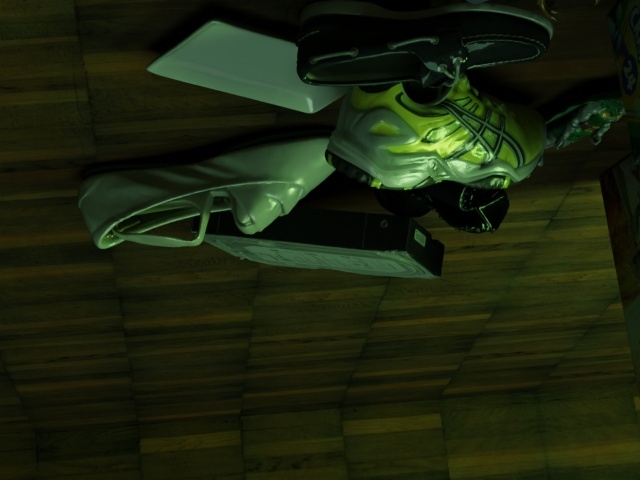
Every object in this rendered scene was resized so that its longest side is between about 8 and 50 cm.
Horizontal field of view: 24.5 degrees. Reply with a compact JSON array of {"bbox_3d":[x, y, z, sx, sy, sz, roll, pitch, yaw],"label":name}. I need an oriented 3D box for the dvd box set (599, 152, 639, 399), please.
[{"bbox_3d":[0.549,0.041,2.180,0.062,0.420,0.307,2,159,-23],"label":"dvd box set"}]

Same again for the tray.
[{"bbox_3d":[-0.069,-0.223,1.834,0.270,0.030,0.145,11,155,-39],"label":"tray"}]

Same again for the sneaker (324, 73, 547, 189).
[{"bbox_3d":[0.178,-0.156,1.923,0.385,0.145,0.147,-10,123,-46],"label":"sneaker"}]

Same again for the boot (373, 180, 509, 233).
[{"bbox_3d":[0.175,-0.062,2.110,0.207,0.094,0.246,30,173,29],"label":"boot"}]

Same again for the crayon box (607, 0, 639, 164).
[{"bbox_3d":[0.433,-0.243,1.679,0.083,0.203,0.323,-2,159,-12],"label":"crayon box"}]

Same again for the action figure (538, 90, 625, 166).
[{"bbox_3d":[0.361,-0.163,2.082,0.137,0.063,0.232,-6,166,-34],"label":"action figure"}]

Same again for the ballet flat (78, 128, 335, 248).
[{"bbox_3d":[-0.150,-0.059,2.112,0.400,0.139,0.139,-9,160,7],"label":"ballet flat"}]

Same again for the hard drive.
[{"bbox_3d":[0.000,0.000,2.249,0.339,0.064,0.237,6,171,17],"label":"hard drive"}]

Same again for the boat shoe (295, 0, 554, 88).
[{"bbox_3d":[0.121,-0.220,1.737,0.303,0.091,0.114,1,159,11],"label":"boat shoe"}]

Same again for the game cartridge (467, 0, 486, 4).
[{"bbox_3d":[0.252,-0.332,1.462,0.355,0.068,0.230,-15,158,33],"label":"game cartridge"}]

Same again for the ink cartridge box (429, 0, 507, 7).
[{"bbox_3d":[0.175,-0.279,1.754,0.083,0.028,0.048,-4,160,-6],"label":"ink cartridge box"}]

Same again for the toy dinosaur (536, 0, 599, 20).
[{"bbox_3d":[0.261,-0.315,1.670,0.212,0.064,0.112,12,144,-14],"label":"toy dinosaur"}]
